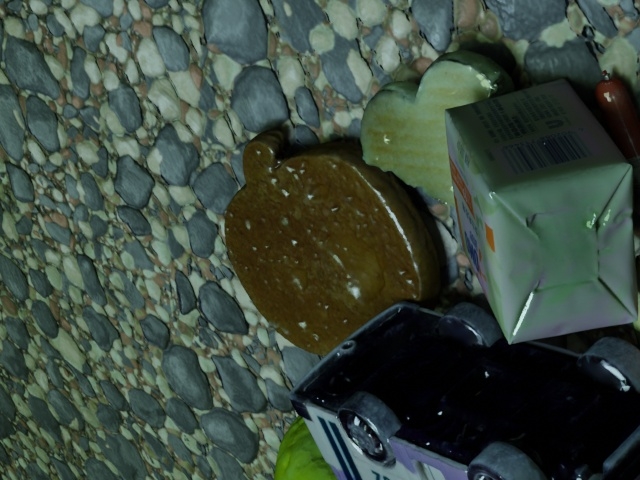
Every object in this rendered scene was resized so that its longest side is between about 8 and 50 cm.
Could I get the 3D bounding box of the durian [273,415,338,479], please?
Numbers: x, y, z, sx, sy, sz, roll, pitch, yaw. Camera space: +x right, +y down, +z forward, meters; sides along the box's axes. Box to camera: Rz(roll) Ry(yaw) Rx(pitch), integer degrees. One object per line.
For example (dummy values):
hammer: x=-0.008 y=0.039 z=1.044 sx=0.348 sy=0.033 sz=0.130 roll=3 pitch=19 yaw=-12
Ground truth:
durian: x=0.056 y=0.324 z=1.679 sx=0.256 sy=0.339 sz=0.204 roll=-17 pitch=111 yaw=23

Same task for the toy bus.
toy bus: x=0.192 y=0.233 z=1.369 sx=0.440 sy=0.209 sz=0.249 roll=13 pitch=134 yaw=51

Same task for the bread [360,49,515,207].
bread: x=0.143 y=-0.113 z=1.388 sx=0.232 sy=0.064 sz=0.172 roll=-27 pitch=94 yaw=54

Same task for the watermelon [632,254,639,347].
watermelon: x=0.379 y=0.086 z=1.247 sx=0.193 sy=0.137 sz=0.145 roll=16 pitch=160 yaw=4

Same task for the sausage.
sausage: x=0.326 y=-0.052 z=1.262 sx=0.034 sy=0.034 sz=0.253 roll=-11 pitch=111 yaw=51

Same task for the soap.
soap: x=0.214 y=-0.029 z=1.250 sx=0.199 sy=0.139 sz=0.182 roll=-106 pitch=3 yaw=-59

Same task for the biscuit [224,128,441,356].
biscuit: x=0.001 y=-0.001 z=1.642 sx=0.367 sy=0.063 sz=0.314 roll=-26 pitch=95 yaw=54
